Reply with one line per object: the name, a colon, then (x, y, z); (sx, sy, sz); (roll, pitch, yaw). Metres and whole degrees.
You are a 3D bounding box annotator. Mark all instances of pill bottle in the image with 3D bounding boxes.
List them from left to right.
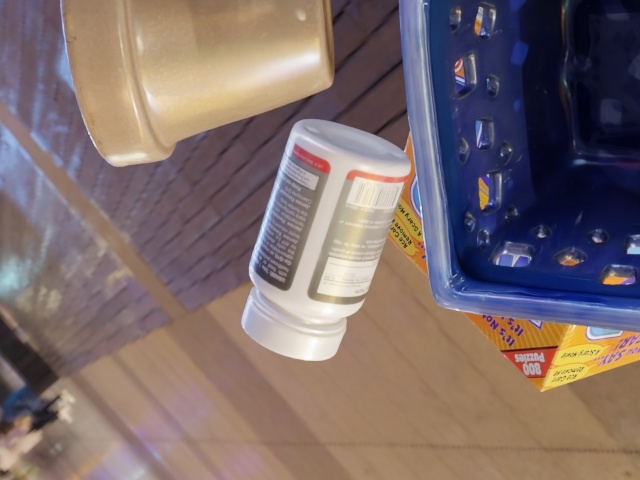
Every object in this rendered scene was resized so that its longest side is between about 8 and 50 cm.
pill bottle: (0.000, 0.000, 1.486); (0.161, 0.161, 0.283); (33, 112, 36)

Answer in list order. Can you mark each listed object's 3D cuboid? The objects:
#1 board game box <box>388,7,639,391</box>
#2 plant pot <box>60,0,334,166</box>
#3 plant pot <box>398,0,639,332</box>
board game box: (0.359, -0.082, 1.503); (0.356, 0.357, 0.356); (48, 136, 40)
plant pot: (-0.106, -0.210, 1.111); (0.263, 0.229, 0.263); (-4, -90, -85)
plant pot: (0.203, -0.089, 0.749); (0.236, 0.212, 0.236); (3, 113, 26)
